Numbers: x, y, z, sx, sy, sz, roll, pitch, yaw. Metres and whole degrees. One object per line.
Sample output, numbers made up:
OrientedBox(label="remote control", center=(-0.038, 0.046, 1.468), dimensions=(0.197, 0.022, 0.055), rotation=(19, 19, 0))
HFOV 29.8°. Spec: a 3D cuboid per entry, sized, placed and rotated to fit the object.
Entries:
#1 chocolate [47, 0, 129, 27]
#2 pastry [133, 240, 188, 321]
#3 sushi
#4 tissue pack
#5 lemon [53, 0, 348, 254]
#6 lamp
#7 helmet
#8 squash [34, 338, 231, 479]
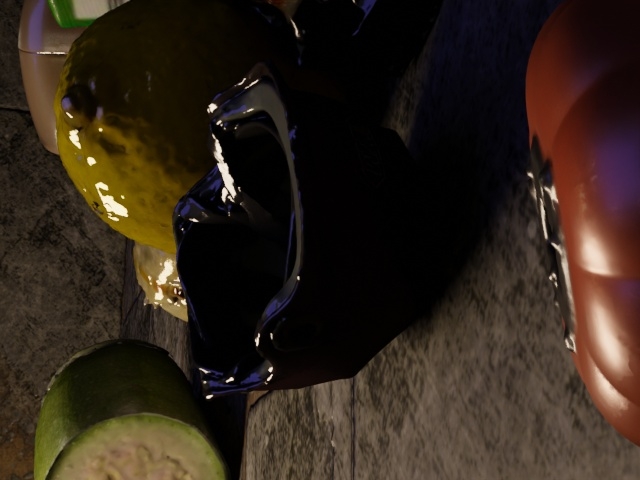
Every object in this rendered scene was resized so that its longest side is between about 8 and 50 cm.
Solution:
OrientedBox(label="chocolate", center=(-0.139, -0.389, 1.325), dimensions=(0.161, 0.360, 0.341), rotation=(92, 172, -45))
OrientedBox(label="pastry", center=(-0.161, -0.027, 1.588), dimensions=(0.236, 0.170, 0.256), rotation=(-106, 31, -47))
OrientedBox(label="sushi", center=(-0.005, -0.301, 1.016), dimensions=(0.227, 0.212, 0.215), rotation=(109, 159, -44))
OrientedBox(label="tissue pack", center=(-0.230, -0.277, 1.601), dimensions=(0.387, 0.267, 0.276), rotation=(-60, -27, -68))
OrientedBox(label="lemon", center=(-0.116, -0.118, 1.162), dimensions=(0.268, 0.322, 0.268), rotation=(-17, 66, 42))
OrientedBox(label="lamp", center=(0.157, -0.017, 0.418), dimensions=(0.187, 0.164, 0.187), rotation=(-9, -90, -85))
OrientedBox(label="helmet", center=(0.000, 0.000, 0.962), dimensions=(0.305, 0.177, 0.225), rotation=(127, 141, -50))
OrientedBox(label="squash", center=(-0.281, 0.310, 1.736), dimensions=(0.384, 0.263, 0.263), rotation=(-141, 58, -73))
